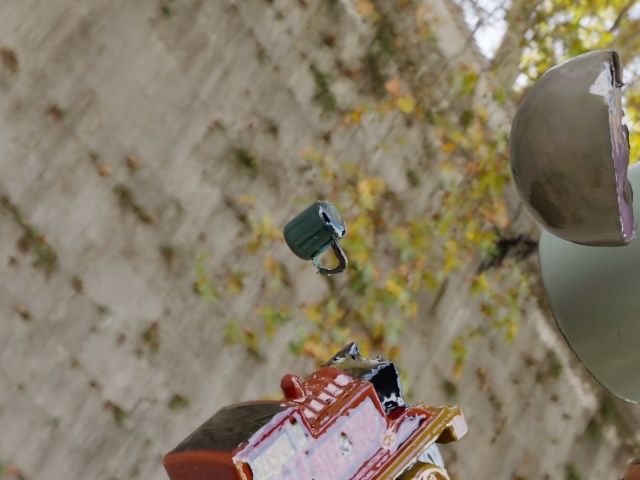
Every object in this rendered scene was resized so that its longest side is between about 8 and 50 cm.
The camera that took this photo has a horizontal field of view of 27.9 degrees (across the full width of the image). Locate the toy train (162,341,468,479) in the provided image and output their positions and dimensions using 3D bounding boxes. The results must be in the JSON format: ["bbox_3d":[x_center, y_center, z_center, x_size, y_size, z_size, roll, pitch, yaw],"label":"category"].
[{"bbox_3d":[-0.011,0.250,1.313,0.163,0.369,0.231,-7,-68,43],"label":"toy train"}]

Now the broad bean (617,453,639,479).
[{"bbox_3d":[0.325,0.246,0.985,0.228,0.122,0.156,50,-8,15],"label":"broad bean"}]

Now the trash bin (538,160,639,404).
[{"bbox_3d":[0.467,-0.012,1.315,0.432,0.280,0.280,-29,-66,37],"label":"trash bin"}]

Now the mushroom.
[{"bbox_3d":[0.229,-0.080,1.168,0.117,0.141,0.188,-5,-62,7],"label":"mushroom"}]

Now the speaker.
[{"bbox_3d":[-0.002,0.001,1.689,0.060,0.075,0.094,21,37,-53],"label":"speaker"}]
